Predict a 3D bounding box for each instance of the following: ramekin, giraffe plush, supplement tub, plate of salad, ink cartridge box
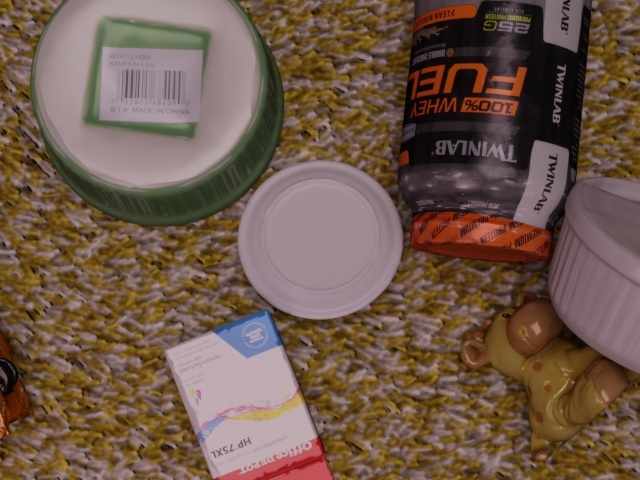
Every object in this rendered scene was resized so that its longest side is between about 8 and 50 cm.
[{"bbox_3d":[0.374,0.048,1.338,0.272,0.273,0.127,21,115,1],"label":"ramekin"},{"bbox_3d":[0.270,0.136,1.435,0.170,0.181,0.210,48,119,14],"label":"giraffe plush"},{"bbox_3d":[0.200,-0.151,1.424,0.207,0.207,0.338,6,83,-1],"label":"supplement tub"},{"bbox_3d":[0.000,0.000,1.482,0.199,0.048,0.200,0,73,1],"label":"plate of salad"},{"bbox_3d":[-0.195,-0.175,1.446,0.303,0.148,0.304,0,84,-1],"label":"ramekin"},{"bbox_3d":[-0.080,0.211,1.440,0.134,0.078,0.231,-22,85,-4],"label":"ink cartridge box"}]

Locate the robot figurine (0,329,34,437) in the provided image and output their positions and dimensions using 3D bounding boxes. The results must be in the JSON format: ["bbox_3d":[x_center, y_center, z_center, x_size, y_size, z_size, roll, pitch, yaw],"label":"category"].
[{"bbox_3d":[-0.429,0.092,1.388,0.085,0.211,0.291,-28,92,-1],"label":"robot figurine"}]
